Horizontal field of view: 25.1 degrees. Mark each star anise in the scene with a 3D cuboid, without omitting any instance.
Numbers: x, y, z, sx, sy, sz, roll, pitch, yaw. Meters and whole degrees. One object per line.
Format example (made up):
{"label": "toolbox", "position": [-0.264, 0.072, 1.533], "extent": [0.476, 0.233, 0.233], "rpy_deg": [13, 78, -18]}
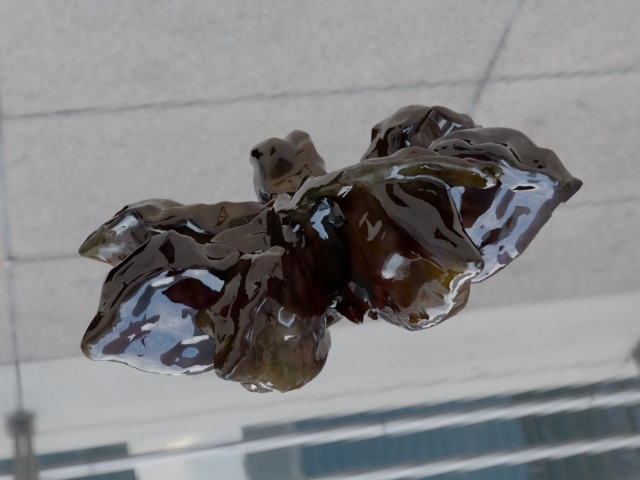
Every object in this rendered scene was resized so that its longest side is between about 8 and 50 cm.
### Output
{"label": "star anise", "position": [0.001, 0.000, 0.437], "extent": [0.168, 0.057, 0.168], "rpy_deg": [-20, -168, 4]}
